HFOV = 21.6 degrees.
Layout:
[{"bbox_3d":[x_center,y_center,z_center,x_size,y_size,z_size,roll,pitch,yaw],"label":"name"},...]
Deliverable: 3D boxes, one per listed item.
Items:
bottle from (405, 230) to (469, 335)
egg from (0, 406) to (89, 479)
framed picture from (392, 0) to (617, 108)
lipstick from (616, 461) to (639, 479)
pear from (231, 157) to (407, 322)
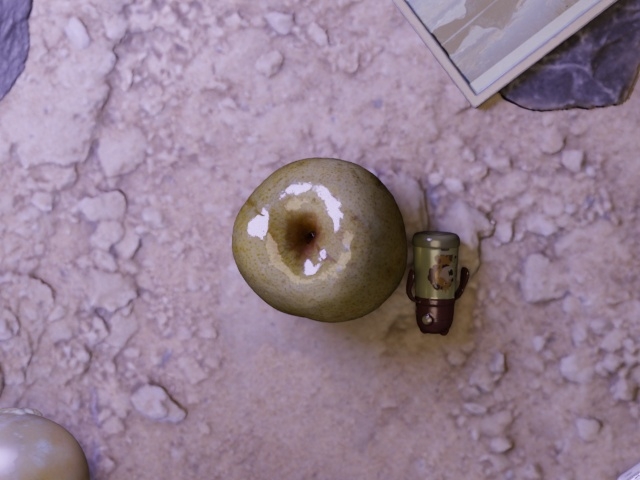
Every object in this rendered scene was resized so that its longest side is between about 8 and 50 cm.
[{"bbox_3d":[0.114,0.043,1.637,0.063,0.047,0.101,0,96,0],"label":"bottle"},{"bbox_3d":[-0.325,0.253,1.676,0.201,0.164,0.164,-31,89,15],"label":"egg"},{"bbox_3d":[0.184,-0.246,1.616,0.203,0.015,0.150,-37,88,11],"label":"framed picture"},{"bbox_3d":[0.350,0.207,1.613,0.141,0.040,0.040,-37,88,10],"label":"lipstick"},{"bbox_3d":[0.000,0.000,1.609,0.167,0.136,0.167,0,92,12],"label":"pear"}]
